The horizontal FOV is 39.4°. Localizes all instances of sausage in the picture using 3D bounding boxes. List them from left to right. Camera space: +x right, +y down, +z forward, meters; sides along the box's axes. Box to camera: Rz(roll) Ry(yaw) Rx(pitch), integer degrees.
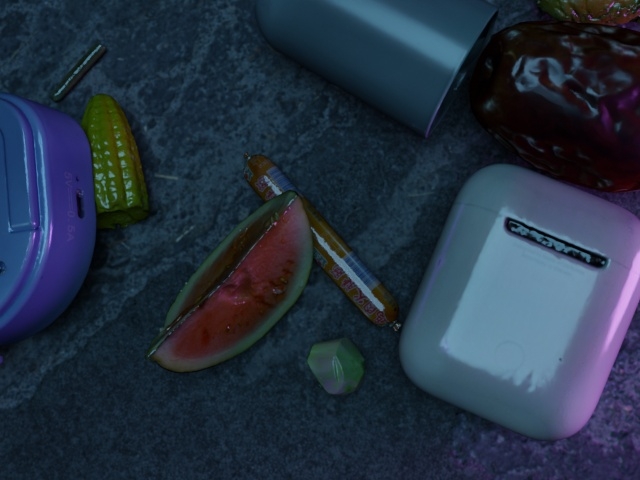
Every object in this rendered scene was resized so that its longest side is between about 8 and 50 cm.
[{"bbox_3d":[0.000,0.000,1.320,0.053,0.053,0.348,-41,83,-2],"label":"sausage"}]

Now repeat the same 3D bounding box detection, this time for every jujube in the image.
[{"bbox_3d":[0.368,-0.190,1.229,0.318,0.223,0.223,14,84,-14],"label":"jujube"}]

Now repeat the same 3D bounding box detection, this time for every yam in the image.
[{"bbox_3d":[-0.376,-0.260,1.384,0.021,0.021,0.116,41,88,6],"label":"yam"}]

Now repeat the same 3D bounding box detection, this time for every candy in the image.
[{"bbox_3d":[-0.315,-0.122,1.326,0.094,0.106,0.199,-10,80,-15],"label":"candy"}]

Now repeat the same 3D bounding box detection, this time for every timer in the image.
[{"bbox_3d":[-0.500,-0.005,1.276,0.395,0.173,0.395,-1,87,18],"label":"timer"}]

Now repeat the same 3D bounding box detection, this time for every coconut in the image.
[{"bbox_3d":[0.027,0.183,1.287,0.081,0.082,0.083,-7,40,27],"label":"coconut"}]

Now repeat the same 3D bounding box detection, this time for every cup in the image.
[{"bbox_3d":[0.074,-0.309,1.276,0.312,0.205,0.205,31,86,6],"label":"cup"}]

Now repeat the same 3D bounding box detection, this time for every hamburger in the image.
[{"bbox_3d":[0.412,-0.418,1.313,0.183,0.130,0.206,2,86,6],"label":"hamburger"}]

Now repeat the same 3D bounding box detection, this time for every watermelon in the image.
[{"bbox_3d":[-0.130,0.052,1.288,0.303,0.159,0.128,-47,54,-1],"label":"watermelon"}]

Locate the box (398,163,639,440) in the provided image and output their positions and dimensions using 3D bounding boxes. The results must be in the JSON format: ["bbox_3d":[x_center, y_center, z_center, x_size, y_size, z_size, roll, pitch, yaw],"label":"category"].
[{"bbox_3d":[0.285,0.084,1.252,0.288,0.141,0.349,23,85,6],"label":"box"}]
